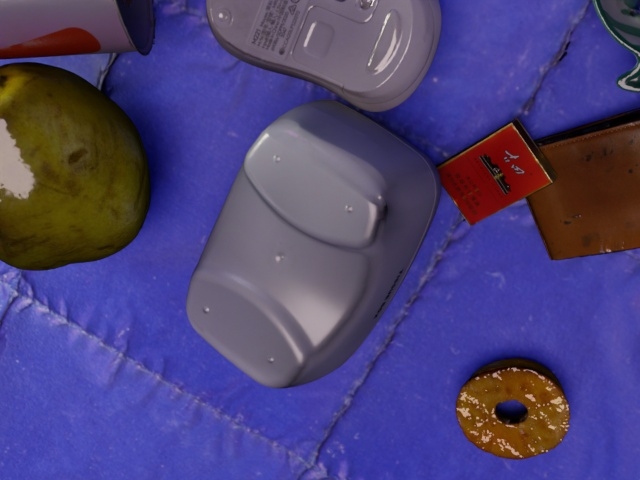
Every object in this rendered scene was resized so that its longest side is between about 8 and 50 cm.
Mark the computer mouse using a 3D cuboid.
[{"bbox_3d":[0.010,-0.271,1.186,0.296,0.121,0.184,23,105,21],"label":"computer mouse"}]

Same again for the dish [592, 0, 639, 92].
[{"bbox_3d":[0.393,-0.287,1.096,0.224,0.078,0.246,12,113,7],"label":"dish"}]

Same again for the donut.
[{"bbox_3d":[0.260,0.222,1.331,0.151,0.058,0.152,5,111,14],"label":"donut"}]

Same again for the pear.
[{"bbox_3d":[-0.353,-0.091,1.266,0.269,0.269,0.321,8,149,12],"label":"pear"}]

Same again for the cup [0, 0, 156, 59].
[{"bbox_3d":[-0.362,-0.300,1.192,0.288,0.203,0.203,-8,108,4],"label":"cup"}]

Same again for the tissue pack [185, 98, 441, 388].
[{"bbox_3d":[0.000,0.000,1.229,0.229,0.236,0.333,35,116,16],"label":"tissue pack"}]

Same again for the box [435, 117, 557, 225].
[{"bbox_3d":[0.214,-0.083,1.229,0.133,0.023,0.090,-29,99,39],"label":"box"}]

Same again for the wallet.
[{"bbox_3d":[0.341,-0.063,1.197,0.195,0.042,0.161,-15,101,38],"label":"wallet"}]
